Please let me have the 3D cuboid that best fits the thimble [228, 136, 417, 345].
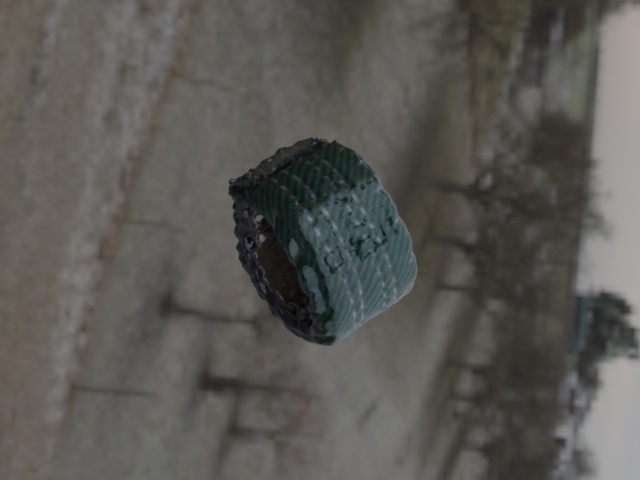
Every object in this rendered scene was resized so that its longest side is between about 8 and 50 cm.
[{"bbox_3d":[0.001,0.002,1.270,0.118,0.090,0.135,31,-34,48],"label":"thimble"}]
